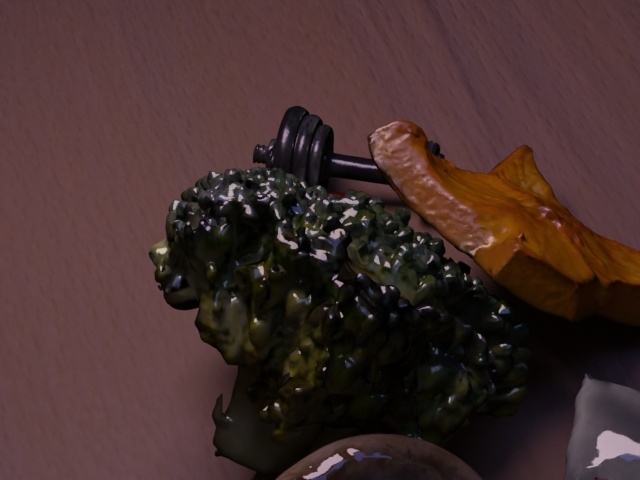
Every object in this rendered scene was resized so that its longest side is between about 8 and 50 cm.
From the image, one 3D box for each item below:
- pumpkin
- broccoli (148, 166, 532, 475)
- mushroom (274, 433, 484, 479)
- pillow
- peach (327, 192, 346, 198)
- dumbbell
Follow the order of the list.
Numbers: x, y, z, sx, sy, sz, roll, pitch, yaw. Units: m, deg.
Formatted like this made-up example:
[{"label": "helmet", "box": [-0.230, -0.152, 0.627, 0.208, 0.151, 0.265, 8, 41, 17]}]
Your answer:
[{"label": "pumpkin", "box": [0.209, -0.006, 1.707, 0.290, 0.095, 0.258, 37, 22, 31]}, {"label": "broccoli", "box": [0.021, 0.064, 1.599, 0.324, 0.272, 0.334, -7, -6, 18]}, {"label": "mushroom", "box": [0.047, 0.257, 1.419, 0.226, 0.178, 0.226, -1, 66, 1]}, {"label": "pillow", "box": [0.333, 0.185, 1.549, 0.254, 0.078, 0.144, 7, 43, 18]}, {"label": "peach", "box": [-0.001, 0.000, 1.813, 0.101, 0.101, 0.101, -5, 40, 4]}, {"label": "dumbbell", "box": [0.054, -0.072, 1.886, 0.254, 0.110, 0.110, 9, 43, 10]}]
